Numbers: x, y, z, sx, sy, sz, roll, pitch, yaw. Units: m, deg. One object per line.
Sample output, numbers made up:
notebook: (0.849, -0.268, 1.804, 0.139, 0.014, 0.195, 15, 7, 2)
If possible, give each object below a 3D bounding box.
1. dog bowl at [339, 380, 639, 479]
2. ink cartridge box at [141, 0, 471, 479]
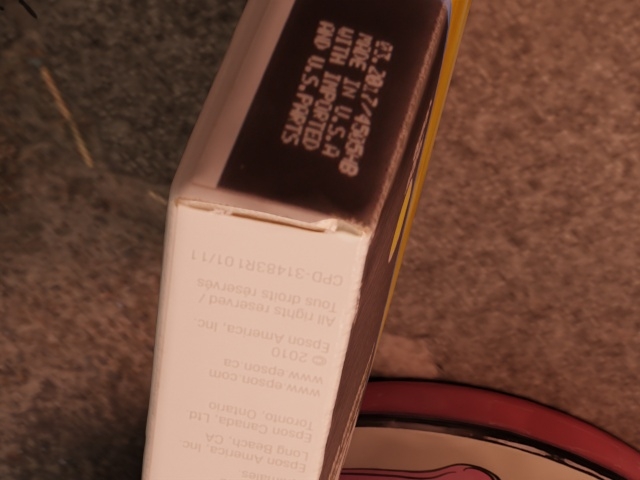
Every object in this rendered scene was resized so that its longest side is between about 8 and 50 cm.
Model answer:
dog bowl: (0.053, 0.240, 1.019, 0.408, 0.150, 0.408, 8, 134, 8)
ink cartridge box: (0.000, 0.000, 0.701, 0.072, 0.303, 0.307, 13, 135, 4)
